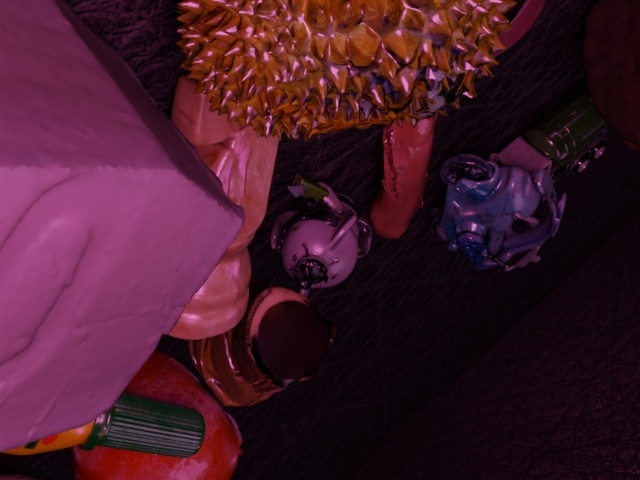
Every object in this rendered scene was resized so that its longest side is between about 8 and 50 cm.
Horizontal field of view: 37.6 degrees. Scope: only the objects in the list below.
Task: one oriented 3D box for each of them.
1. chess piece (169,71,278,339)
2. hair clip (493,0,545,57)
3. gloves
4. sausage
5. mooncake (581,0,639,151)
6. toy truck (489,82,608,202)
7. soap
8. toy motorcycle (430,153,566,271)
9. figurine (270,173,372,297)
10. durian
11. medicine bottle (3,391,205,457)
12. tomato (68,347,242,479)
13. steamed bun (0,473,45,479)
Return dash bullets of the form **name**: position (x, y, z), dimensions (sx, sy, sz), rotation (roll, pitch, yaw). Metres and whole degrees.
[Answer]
- **chess piece**: position (-0.105, -0.052, 0.950), dimensions (0.137, 0.137, 0.301), rotation (-20, 137, -45)
- **hair clip**: position (0.246, -0.277, 1.225), dimensions (0.137, 0.022, 0.054), rotation (-44, 156, 6)
- **gloves**: position (-0.093, 0.126, 1.176), dimensions (0.141, 0.154, 0.331), rotation (-25, -178, -20)
- **sausage**: position (0.111, -0.095, 1.278), dimensions (0.078, 0.078, 0.304), rotation (-34, 158, -19)
- **mooncake**: position (0.533, -0.267, 1.340), dimensions (0.187, 0.324, 0.324), rotation (-23, 153, -34)
- **toy truck**: position (0.405, -0.167, 1.616), dimensions (0.242, 0.101, 0.125), rotation (-39, 155, -15)
- **soap**: position (-0.279, -0.003, 0.586), dimensions (0.350, 0.213, 0.435), rotation (-52, 158, 23)
- **toy motorcycle**: position (0.284, -0.050, 1.526), dimensions (0.260, 0.206, 0.154), rotation (91, 14, -63)
- **figurine**: position (0.000, 0.000, 1.184), dimensions (0.192, 0.126, 0.147), rotation (-70, -177, -62)
- **durian**: position (0.028, -0.187, 0.734), dimensions (0.291, 0.225, 0.291), rotation (-37, 165, -12)
- **medicine bottle**: position (-0.261, 0.174, 0.968), dimensions (0.308, 0.076, 0.111), rotation (18, 101, -33)
- **tomato**: position (-0.214, 0.243, 1.161), dimensions (0.188, 0.232, 0.232), rotation (-45, 161, -15)
- **steamed bun**: position (-0.433, 0.420, 1.147), dimensions (0.324, 0.206, 0.324), rotation (-38, 158, -18)
